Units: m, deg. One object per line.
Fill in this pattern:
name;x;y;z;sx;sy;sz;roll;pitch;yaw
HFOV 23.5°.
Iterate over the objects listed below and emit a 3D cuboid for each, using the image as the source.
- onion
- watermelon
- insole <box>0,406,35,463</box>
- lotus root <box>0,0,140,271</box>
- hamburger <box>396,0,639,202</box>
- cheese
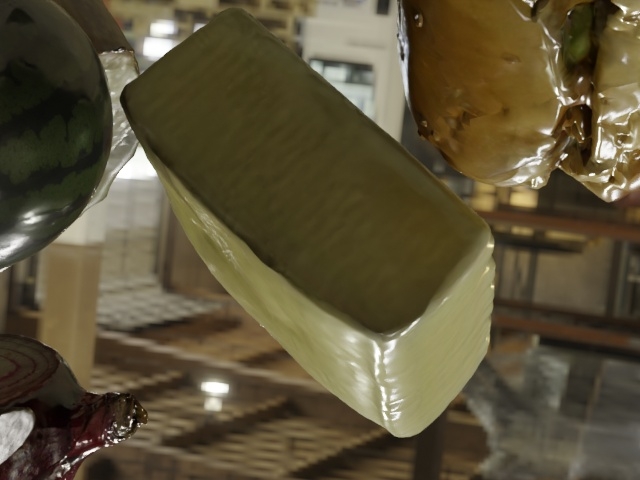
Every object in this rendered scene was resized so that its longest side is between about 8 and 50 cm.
onion;-0.239;0.157;1.201;0.218;0.139;0.195;-1;-172;7
watermelon;-0.242;-0.081;1.034;0.212;0.212;0.212;6;-174;-1
insole;-0.331;0.212;1.038;0.007;0.328;0.111;50;168;21
lotus root;-0.332;-0.078;1.422;0.111;0.375;0.390;48;-155;20
hamburger;0.133;-0.183;0.817;0.174;0.284;0.304;7;148;7
cheese;0.000;0.000;1.038;0.242;0.124;0.265;47;170;19
